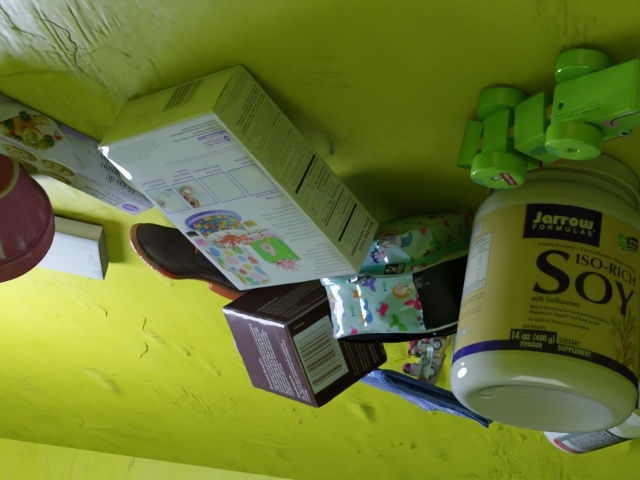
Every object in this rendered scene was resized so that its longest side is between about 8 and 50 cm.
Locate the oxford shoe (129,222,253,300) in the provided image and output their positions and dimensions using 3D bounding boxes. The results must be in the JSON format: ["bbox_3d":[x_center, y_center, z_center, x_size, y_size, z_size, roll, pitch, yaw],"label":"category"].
[{"bbox_3d":[-0.204,0.018,2.015,0.271,0.096,0.098,22,138,-39],"label":"oxford shoe"}]

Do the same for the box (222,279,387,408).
[{"bbox_3d":[-0.027,0.160,2.000,0.203,0.167,0.168,10,125,53],"label":"box"}]

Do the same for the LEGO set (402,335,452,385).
[{"bbox_3d":[0.185,0.201,2.211,0.107,0.132,0.287,21,171,9],"label":"LEGO set"}]

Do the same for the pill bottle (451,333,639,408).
[{"bbox_3d":[0.394,0.172,1.943,0.334,0.187,0.188,5,156,17],"label":"pill bottle"}]

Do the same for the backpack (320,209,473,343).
[{"bbox_3d":[0.128,0.061,1.738,0.254,0.191,0.225,-19,178,44],"label":"backpack"}]

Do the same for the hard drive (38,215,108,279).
[{"bbox_3d":[-0.551,-0.007,2.158,0.308,0.040,0.203,13,157,-2],"label":"hard drive"}]

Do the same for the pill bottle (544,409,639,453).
[{"bbox_3d":[0.548,0.305,2.214,0.161,0.161,0.283,17,156,-14],"label":"pill bottle"}]

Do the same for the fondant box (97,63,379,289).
[{"bbox_3d":[-0.111,-0.075,1.626,0.238,0.096,0.330,-10,133,41],"label":"fondant box"}]

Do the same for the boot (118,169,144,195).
[{"bbox_3d":[-0.213,-0.078,1.793,0.190,0.069,0.086,29,154,-32],"label":"boot"}]

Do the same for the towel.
[{"bbox_3d":[0.165,0.289,2.214,0.243,0.040,0.336,22,170,-14],"label":"towel"}]

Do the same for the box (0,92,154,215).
[{"bbox_3d":[-0.392,-0.133,1.760,0.324,0.063,0.067,27,153,-33],"label":"box"}]

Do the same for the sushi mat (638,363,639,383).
[{"bbox_3d":[0.498,0.117,1.662,0.019,0.316,0.151,47,157,3],"label":"sushi mat"}]

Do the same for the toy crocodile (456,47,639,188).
[{"bbox_3d":[0.276,-0.135,1.383,0.105,0.115,0.341,18,159,-29],"label":"toy crocodile"}]

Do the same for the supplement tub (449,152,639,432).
[{"bbox_3d":[0.309,0.067,1.553,0.241,0.331,0.241,9,157,4],"label":"supplement tub"}]

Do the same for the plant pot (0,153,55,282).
[{"bbox_3d":[-0.529,-0.058,1.841,0.201,0.201,0.180,11,148,1],"label":"plant pot"}]
